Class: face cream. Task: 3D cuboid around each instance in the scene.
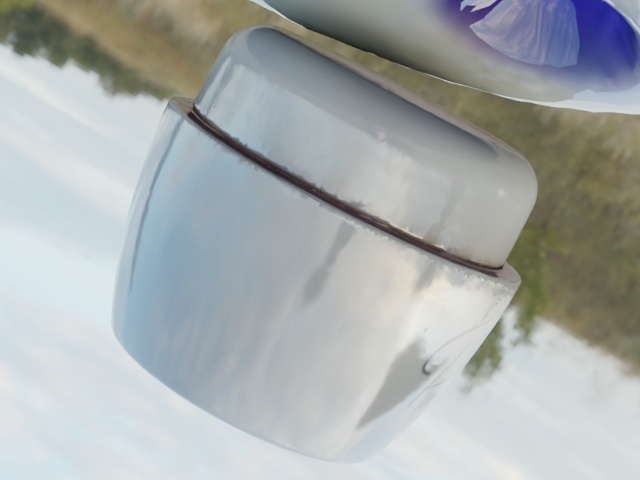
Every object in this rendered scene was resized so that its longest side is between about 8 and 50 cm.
[{"bbox_3d":[0.000,0.000,0.461,0.117,0.104,0.117,26,-171,-4],"label":"face cream"}]

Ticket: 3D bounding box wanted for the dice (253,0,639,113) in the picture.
[{"bbox_3d":[0.047,-0.199,0.373,0.243,0.259,0.251,20,168,4],"label":"dice"}]
